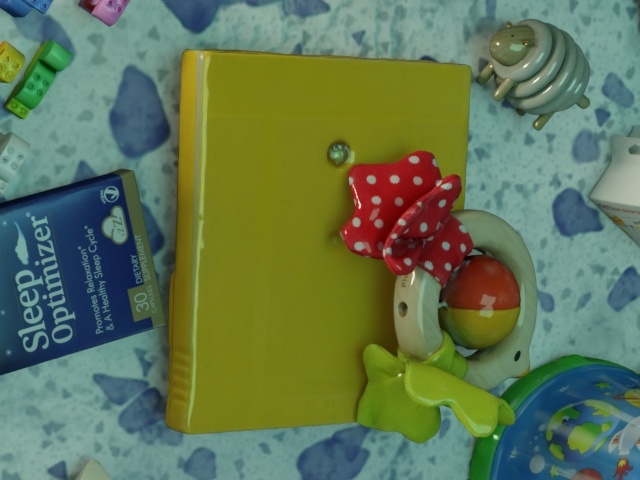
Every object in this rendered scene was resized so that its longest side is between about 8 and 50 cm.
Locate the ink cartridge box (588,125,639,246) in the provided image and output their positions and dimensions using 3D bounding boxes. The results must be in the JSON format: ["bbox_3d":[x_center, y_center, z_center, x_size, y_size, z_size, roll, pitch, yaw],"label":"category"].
[{"bbox_3d":[0.334,-0.041,1.845,0.143,0.092,0.090,40,78,-24],"label":"ink cartridge box"}]

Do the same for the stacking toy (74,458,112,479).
[{"bbox_3d":[-0.170,0.357,1.577,0.279,0.130,0.309,41,33,-2],"label":"stacking toy"}]

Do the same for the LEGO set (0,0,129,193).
[{"bbox_3d":[-0.231,-0.146,1.541,0.087,0.093,0.227,35,80,-26],"label":"LEGO set"}]

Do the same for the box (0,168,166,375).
[{"bbox_3d":[-0.245,0.035,1.587,0.225,0.036,0.136,-17,103,-24],"label":"box"}]

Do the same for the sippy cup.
[{"bbox_3d":[0.291,0.236,1.780,0.240,0.224,0.305,18,87,-28],"label":"sippy cup"}]

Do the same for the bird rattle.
[{"bbox_3d":[0.108,0.048,1.693,0.207,0.143,0.253,-5,87,-45],"label":"bird rattle"}]

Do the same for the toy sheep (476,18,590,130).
[{"bbox_3d":[0.201,-0.153,1.771,0.132,0.091,0.091,31,81,-40],"label":"toy sheep"}]

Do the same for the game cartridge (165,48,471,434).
[{"bbox_3d":[0.000,0.000,1.690,0.285,0.052,0.324,0,98,-34],"label":"game cartridge"}]
